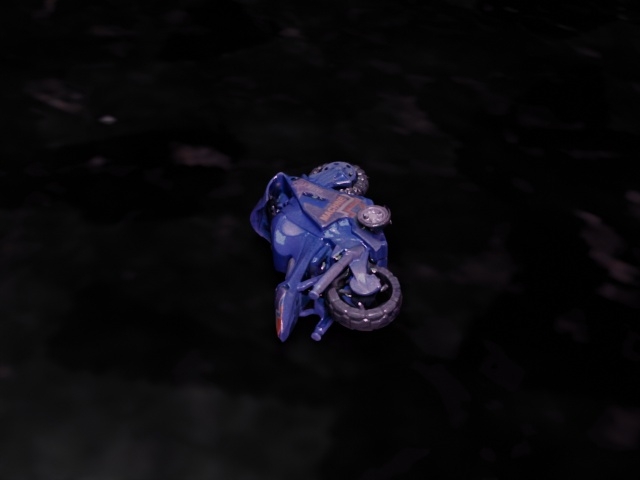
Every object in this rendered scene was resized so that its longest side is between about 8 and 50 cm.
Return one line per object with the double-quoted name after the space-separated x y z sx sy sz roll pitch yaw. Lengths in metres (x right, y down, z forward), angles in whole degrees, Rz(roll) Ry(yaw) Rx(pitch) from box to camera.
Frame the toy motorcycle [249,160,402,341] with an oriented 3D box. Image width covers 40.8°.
0.000 0.000 0.724 0.114 0.076 0.205 -7 43 -5 "toy motorcycle"
